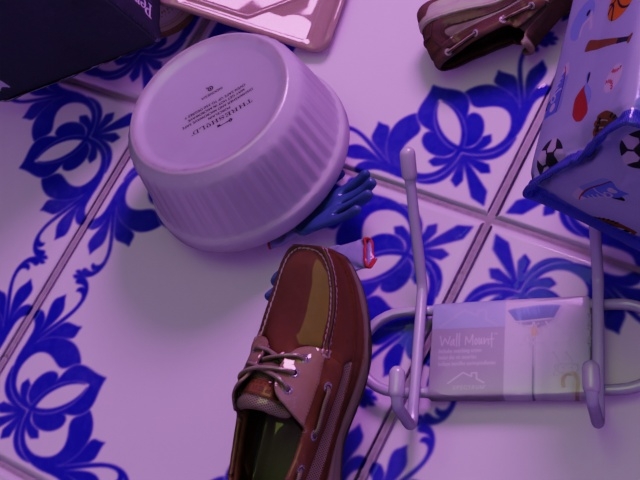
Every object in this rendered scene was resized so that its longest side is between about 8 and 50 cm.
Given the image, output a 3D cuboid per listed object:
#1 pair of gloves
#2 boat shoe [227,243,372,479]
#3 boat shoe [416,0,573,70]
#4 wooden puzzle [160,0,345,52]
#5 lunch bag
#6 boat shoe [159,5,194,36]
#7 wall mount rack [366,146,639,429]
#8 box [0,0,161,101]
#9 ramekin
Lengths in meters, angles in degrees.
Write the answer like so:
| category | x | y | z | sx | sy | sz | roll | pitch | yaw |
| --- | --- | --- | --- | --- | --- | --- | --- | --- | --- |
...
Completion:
| category | x | y | z | sx | sy | sz | roll | pitch | yaw |
| --- | --- | --- | --- | --- | --- | --- | --- | --- | --- |
| pair of gloves | 0.000 | 0.000 | 1.436 | 0.159 | 0.023 | 0.198 | -25 | 40 | 27 |
| boat shoe | -0.029 | 0.164 | 1.292 | 0.122 | 0.120 | 0.324 | 1 | 82 | 33 |
| boat shoe | 0.250 | -0.268 | 1.490 | 0.257 | 0.095 | 0.095 | -16 | 74 | 18 |
| wooden puzzle | -0.072 | -0.371 | 1.646 | 0.238 | 0.044 | 0.221 | 16 | 69 | 5 |
| lunch bag | 0.434 | -0.130 | 1.242 | 0.385 | 0.239 | 0.328 | 22 | 67 | -13 |
| boat shoe | -0.252 | -0.414 | 1.730 | 0.104 | 0.089 | 0.285 | -30 | 58 | 4 |
| wall mount rack | 0.195 | 0.050 | 1.317 | 0.349 | 0.130 | 0.304 | -3 | 60 | 17 |
| box | -0.448 | -0.508 | 1.533 | 0.297 | 0.480 | 0.472 | -14 | 64 | 26 |
| ramekin | -0.109 | -0.132 | 1.492 | 0.272 | 0.127 | 0.273 | -14 | 52 | 18 |
